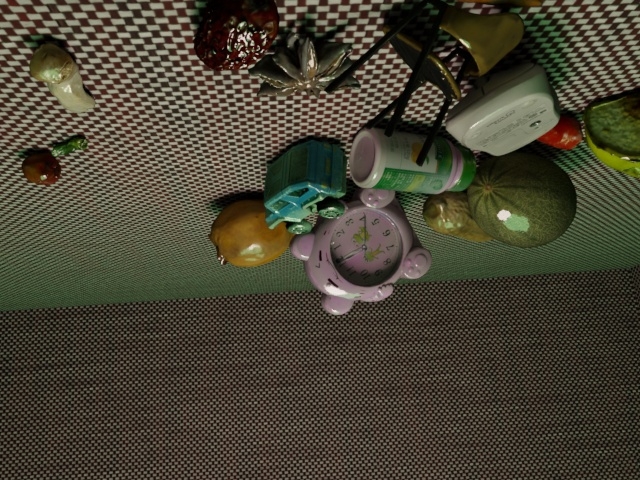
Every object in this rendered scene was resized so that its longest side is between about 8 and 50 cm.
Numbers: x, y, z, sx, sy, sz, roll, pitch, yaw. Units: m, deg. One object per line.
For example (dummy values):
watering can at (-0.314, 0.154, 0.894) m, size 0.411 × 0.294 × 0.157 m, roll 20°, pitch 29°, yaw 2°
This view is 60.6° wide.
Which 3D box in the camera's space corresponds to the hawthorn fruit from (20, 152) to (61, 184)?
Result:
hawthorn fruit at (-0.597, -0.154, 1.172) m, size 0.077 × 0.077 × 0.077 m, roll -4°, pitch 165°, yaw -1°

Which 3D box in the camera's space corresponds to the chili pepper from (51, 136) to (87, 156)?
chili pepper at (-0.515, -0.194, 1.129) m, size 0.091 × 0.034 × 0.030 m, roll -10°, pitch 131°, yaw 23°

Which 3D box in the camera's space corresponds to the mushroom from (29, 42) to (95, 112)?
mushroom at (-0.416, -0.252, 0.897) m, size 0.059 × 0.055 × 0.202 m, roll 3°, pitch 170°, yaw -10°

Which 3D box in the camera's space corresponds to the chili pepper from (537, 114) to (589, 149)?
chili pepper at (0.495, -0.244, 1.178) m, size 0.272 × 0.063 × 0.071 m, roll 12°, pitch 129°, yaw -29°

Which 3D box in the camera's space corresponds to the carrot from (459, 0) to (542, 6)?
carrot at (0.232, -0.347, 0.759) m, size 0.216 × 0.048 × 0.048 m, roll -1°, pitch 165°, yaw -30°

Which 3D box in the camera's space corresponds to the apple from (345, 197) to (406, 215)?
apple at (0.131, -0.027, 1.656) m, size 0.246 × 0.247 × 0.226 m, roll 7°, pitch 180°, yaw -37°

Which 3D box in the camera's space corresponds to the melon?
melon at (0.503, -0.101, 1.378) m, size 0.301 × 0.238 × 0.237 m, roll 13°, pitch 158°, yaw -38°

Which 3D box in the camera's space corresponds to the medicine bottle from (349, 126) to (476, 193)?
medicine bottle at (0.211, -0.173, 1.224) m, size 0.274 × 0.134 × 0.133 m, roll 3°, pitch 163°, yaw -27°

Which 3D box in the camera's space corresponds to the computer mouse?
computer mouse at (0.330, -0.244, 0.982) m, size 0.184 × 0.121 × 0.296 m, roll -28°, pitch 164°, yaw 34°

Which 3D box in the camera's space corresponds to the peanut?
peanut at (0.432, -0.071, 1.654) m, size 0.291 × 0.143 × 0.159 m, roll 6°, pitch 152°, yaw -27°

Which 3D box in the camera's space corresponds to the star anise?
star anise at (-0.026, -0.278, 0.898) m, size 0.195 × 0.065 × 0.182 m, roll -16°, pitch 166°, yaw 25°

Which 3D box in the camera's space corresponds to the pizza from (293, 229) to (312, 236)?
pizza at (0.000, 0.000, 1.958) m, size 0.200 × 0.053 × 0.193 m, roll -7°, pitch 165°, yaw 7°

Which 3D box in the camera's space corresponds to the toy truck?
toy truck at (-0.044, -0.124, 1.302) m, size 0.156 × 0.155 × 0.278 m, roll 15°, pitch 158°, yaw -29°

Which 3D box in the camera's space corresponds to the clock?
clock at (0.103, 0.024, 1.461) m, size 0.322 × 0.296 × 0.113 m, roll -31°, pitch -174°, yaw -11°

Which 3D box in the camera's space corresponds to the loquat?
loquat at (-0.192, -0.024, 1.551) m, size 0.238 × 0.193 × 0.238 m, roll -22°, pitch -179°, yaw 0°

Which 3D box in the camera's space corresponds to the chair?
chair at (0.166, -0.263, 0.848) m, size 0.247 × 0.172 × 0.158 m, roll -54°, pitch 150°, yaw 8°

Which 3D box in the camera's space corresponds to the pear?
pear at (0.701, -0.212, 1.181) m, size 0.238 × 0.164 × 0.255 m, roll -13°, pitch 164°, yaw 22°

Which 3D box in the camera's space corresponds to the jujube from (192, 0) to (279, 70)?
jujube at (-0.118, -0.288, 0.766) m, size 0.104 × 0.104 × 0.166 m, roll 3°, pitch 168°, yaw -27°
